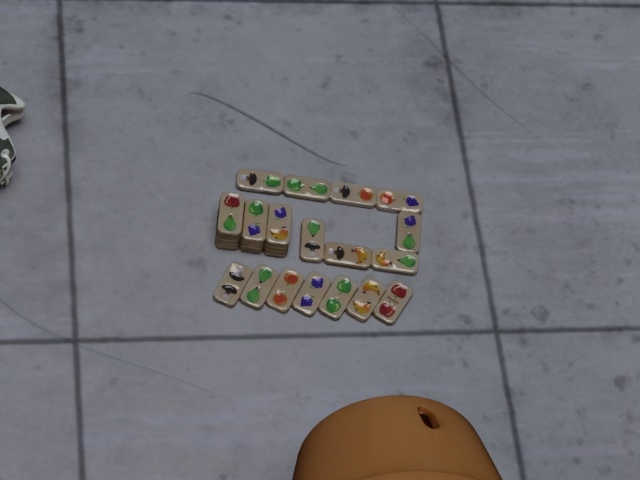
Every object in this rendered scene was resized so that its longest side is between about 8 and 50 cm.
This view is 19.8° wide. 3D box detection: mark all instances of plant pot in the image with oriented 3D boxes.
[{"bbox_3d":[0.080,0.299,1.899,0.291,0.291,0.203,2,42,-9],"label":"plant pot"}]

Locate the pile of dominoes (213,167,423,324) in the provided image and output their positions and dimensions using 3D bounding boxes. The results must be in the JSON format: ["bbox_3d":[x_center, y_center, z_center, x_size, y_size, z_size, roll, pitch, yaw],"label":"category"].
[{"bbox_3d":[0.000,0.000,2.194,0.251,0.040,0.196,8,57,-6],"label":"pile of dominoes"}]

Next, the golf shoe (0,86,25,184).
[{"bbox_3d":[-0.415,-0.082,2.132,0.120,0.105,0.273,11,57,-12],"label":"golf shoe"}]
